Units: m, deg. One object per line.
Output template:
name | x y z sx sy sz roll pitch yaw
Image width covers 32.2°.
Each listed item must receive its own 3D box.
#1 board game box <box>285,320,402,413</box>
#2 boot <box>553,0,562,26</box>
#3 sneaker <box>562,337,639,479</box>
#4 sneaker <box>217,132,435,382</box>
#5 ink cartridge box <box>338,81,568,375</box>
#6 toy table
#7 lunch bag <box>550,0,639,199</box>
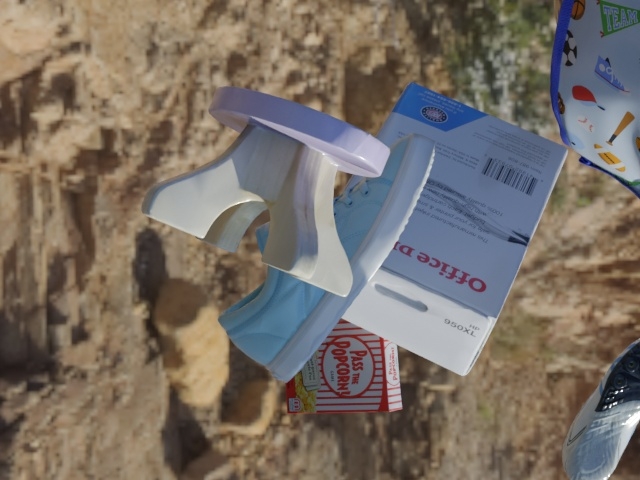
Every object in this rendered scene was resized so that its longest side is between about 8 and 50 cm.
board game box | 0.033 0.202 1.781 0.045 0.193 0.147 3 81 -58
boot | 0.491 -0.358 1.743 0.263 0.229 0.091 17 65 -68
sneaker | 0.391 0.219 1.474 0.086 0.085 0.237 -86 -158 -72
sneaker | 0.000 0.000 1.397 0.366 0.150 0.135 -56 -174 6
ink cartridge box | 0.182 -0.027 1.733 0.395 0.285 0.166 -59 169 -39
toy table | -0.049 -0.055 1.180 0.161 0.252 0.274 -67 -163 -3
lunch bag | 0.466 -0.196 1.363 0.328 0.239 0.385 40 -36 35
